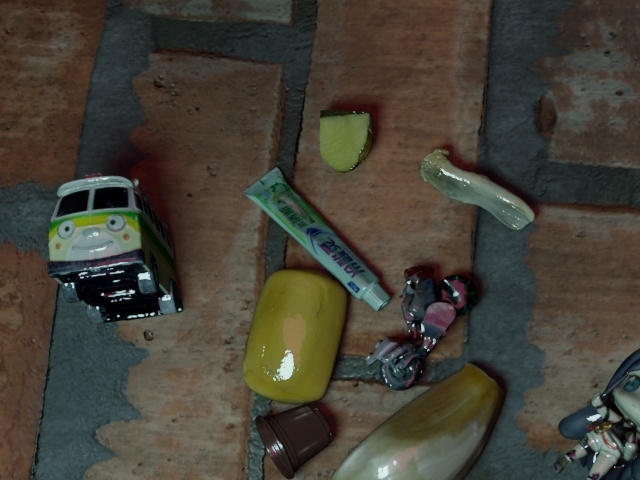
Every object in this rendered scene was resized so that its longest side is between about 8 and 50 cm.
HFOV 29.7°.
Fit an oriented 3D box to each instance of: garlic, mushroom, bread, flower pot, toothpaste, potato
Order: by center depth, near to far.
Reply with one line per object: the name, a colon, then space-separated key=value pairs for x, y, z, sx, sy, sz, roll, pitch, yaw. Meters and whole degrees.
garlic: x=0.159 y=0.316 z=1.833 sx=0.318 sy=0.112 sz=0.143 roll=-37 pitch=73 yaw=-17
flower pot: x=-0.035 y=0.298 z=1.849 sx=0.089 sy=0.111 sz=0.111 roll=-27 pitch=75 yaw=-17
bread: x=-0.040 y=0.146 z=1.885 sx=0.147 sy=0.098 sz=0.217 roll=10 pitch=78 yaw=3
mushroom: x=0.254 y=-0.081 z=1.943 sx=0.202 sy=0.059 sz=0.054 roll=29 pitch=43 yaw=9
toothpaste: x=0.000 y=0.000 z=1.944 sx=0.075 sy=0.048 sz=0.297 roll=-40 pitch=75 yaw=-19
potato: x=0.045 y=-0.158 z=1.971 sx=0.096 sy=0.066 sz=0.103 roll=7 pitch=85 yaw=30

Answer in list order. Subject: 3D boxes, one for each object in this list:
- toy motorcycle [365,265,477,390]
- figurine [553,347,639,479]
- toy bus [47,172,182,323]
toy motorcycle: x=0.147 y=0.127 z=1.881 sx=0.122 sy=0.082 sz=0.213 roll=36 pitch=80 yaw=11
figurine: x=0.470 y=0.269 z=1.769 sx=0.265 sy=0.197 sz=0.175 roll=-41 pitch=77 yaw=14
toy bus: x=-0.309 y=0.013 z=1.830 sx=0.143 sy=0.305 sz=0.179 roll=-7 pitch=73 yaw=3
